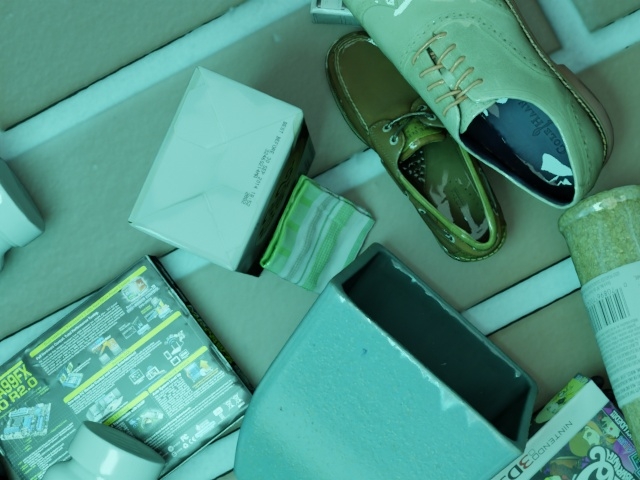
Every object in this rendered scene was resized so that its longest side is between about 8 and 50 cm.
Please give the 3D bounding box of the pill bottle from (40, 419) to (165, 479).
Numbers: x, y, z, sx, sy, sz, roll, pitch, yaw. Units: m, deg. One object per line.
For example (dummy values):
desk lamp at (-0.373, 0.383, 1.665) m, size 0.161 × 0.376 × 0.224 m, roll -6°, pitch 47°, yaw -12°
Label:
pill bottle at (-0.260, 0.312, 1.317) m, size 0.121 × 0.121 × 0.221 m, roll 27°, pitch 88°, yaw 4°

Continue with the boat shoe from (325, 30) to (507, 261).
boat shoe at (0.113, -0.116, 1.394) m, size 0.110 × 0.104 × 0.307 m, roll -37°, pitch 86°, yaw 0°

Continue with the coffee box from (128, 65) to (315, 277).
coffee box at (-0.094, -0.060, 1.303) m, size 0.118 × 0.297 × 0.168 m, roll 24°, pitch 87°, yaw 3°

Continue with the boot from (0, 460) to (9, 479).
boot at (-0.599, 0.278, 1.377) m, size 0.445 × 0.146 × 0.367 m, roll -29°, pitch 96°, yaw 4°

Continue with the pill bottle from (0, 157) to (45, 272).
pill bottle at (-0.452, 0.012, 1.386) m, size 0.264 × 0.153 × 0.153 m, roll -34°, pitch 86°, yaw 1°

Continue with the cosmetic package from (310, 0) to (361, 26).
cosmetic package at (0.049, -0.370, 1.434) m, size 0.098 × 0.060 × 0.239 m, roll 5°, pitch 87°, yaw 2°

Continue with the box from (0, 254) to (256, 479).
box at (-0.236, 0.181, 1.415) m, size 0.270 × 0.060 × 0.216 m, roll -38°, pitch 86°, yaw 0°

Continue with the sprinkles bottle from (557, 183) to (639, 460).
sprinkles bottle at (0.361, 0.120, 1.321) m, size 0.121 × 0.121 × 0.355 m, roll -15°, pitch 71°, yaw 1°

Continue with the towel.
towel at (0.000, 0.000, 1.375) m, size 0.023 × 0.152 × 0.113 m, roll 22°, pitch 87°, yaw 33°

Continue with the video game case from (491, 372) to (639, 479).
video game case at (0.286, 0.299, 1.362) m, size 0.210 × 0.042 × 0.232 m, roll -42°, pitch 102°, yaw -4°

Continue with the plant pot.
plant pot at (0.050, 0.190, 1.321) m, size 0.248 × 0.247 × 0.252 m, roll 42°, pitch 107°, yaw 4°

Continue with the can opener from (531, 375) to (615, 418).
can opener at (0.250, 0.217, 1.401) m, size 0.186 × 0.073 × 0.059 m, roll -42°, pitch 45°, yaw -1°

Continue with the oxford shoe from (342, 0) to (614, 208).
oxford shoe at (0.156, -0.193, 1.323) m, size 0.397 × 0.146 × 0.140 m, roll 39°, pitch 122°, yaw -4°
